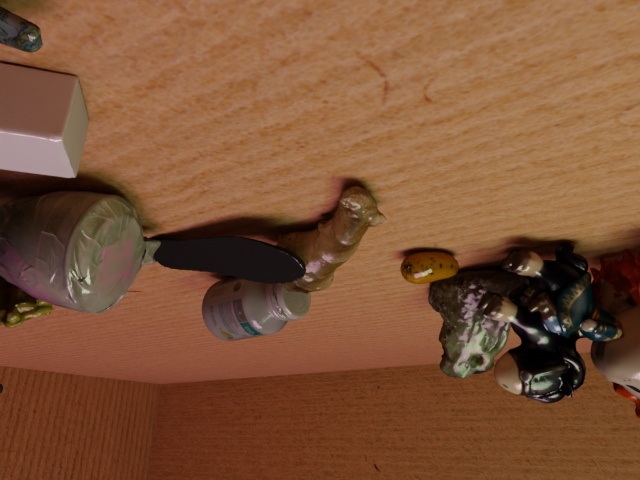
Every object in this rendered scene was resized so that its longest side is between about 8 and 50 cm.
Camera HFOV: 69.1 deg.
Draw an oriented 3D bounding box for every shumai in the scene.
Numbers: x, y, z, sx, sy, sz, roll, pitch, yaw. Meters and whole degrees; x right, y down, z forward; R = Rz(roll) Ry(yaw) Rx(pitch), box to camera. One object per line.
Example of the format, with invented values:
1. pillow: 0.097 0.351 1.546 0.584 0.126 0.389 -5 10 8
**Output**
1. shumai: 0.354 0.183 1.015 0.222 0.203 0.272 -1 153 0

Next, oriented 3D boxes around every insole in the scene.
1. insole: -0.168 0.030 0.784 0.310 0.012 0.110 1 136 26

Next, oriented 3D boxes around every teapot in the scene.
1. teapot: -0.354 -0.006 0.674 0.178 0.221 0.163 10 118 9

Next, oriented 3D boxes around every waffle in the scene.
1. waffle: -0.513 0.079 0.750 0.243 0.237 0.058 4 124 22

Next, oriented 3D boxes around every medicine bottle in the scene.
1. medicine bottle: -0.130 0.131 0.966 0.215 0.135 0.135 -16 152 34

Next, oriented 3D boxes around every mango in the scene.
1. mango: 0.208 0.052 0.882 0.114 0.057 0.079 2 150 -12

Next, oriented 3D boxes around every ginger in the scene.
1. ginger: 0.000 0.000 0.741 0.131 0.086 0.294 26 142 -10

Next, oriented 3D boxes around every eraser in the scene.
1. eraser: -0.386 -0.127 0.426 0.298 0.078 0.076 6 156 -16

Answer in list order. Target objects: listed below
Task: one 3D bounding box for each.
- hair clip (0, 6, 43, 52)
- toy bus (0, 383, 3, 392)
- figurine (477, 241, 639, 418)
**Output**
1. hair clip: -0.326 -0.177 0.360 0.229 0.036 0.066 6 153 1
2. toy bus: -0.463 0.086 0.507 0.171 0.162 0.386 1 116 -28
3. figurine: 0.491 0.160 0.825 0.412 0.306 0.241 1 167 2
